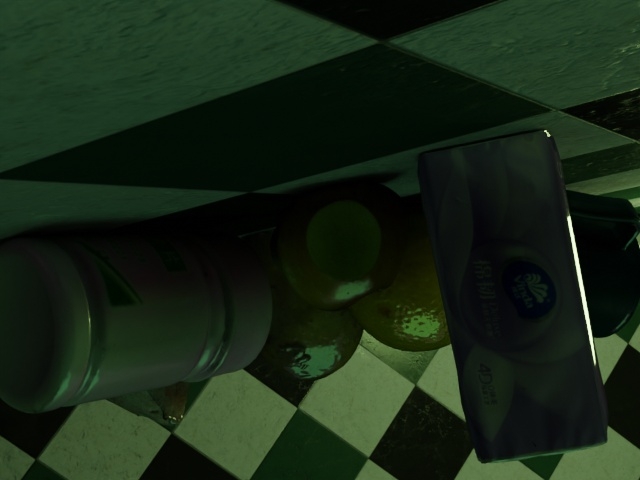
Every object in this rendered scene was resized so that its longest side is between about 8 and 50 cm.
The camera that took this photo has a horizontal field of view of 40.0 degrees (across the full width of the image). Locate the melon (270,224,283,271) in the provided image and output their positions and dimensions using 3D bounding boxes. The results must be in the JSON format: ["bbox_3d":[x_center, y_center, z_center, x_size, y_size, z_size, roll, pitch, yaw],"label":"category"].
[{"bbox_3d":[0.000,0.000,1.206,0.162,0.099,0.099,-17,172,40],"label":"melon"}]

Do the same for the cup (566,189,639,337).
[{"bbox_3d":[0.441,0.055,1.680,0.292,0.242,0.308,6,169,-21],"label":"cup"}]

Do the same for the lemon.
[{"bbox_3d":[0.140,0.054,1.373,0.228,0.228,0.253,-13,144,33],"label":"lemon"}]

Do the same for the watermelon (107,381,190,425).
[{"bbox_3d":[-0.336,0.147,1.432,0.250,0.292,0.283,14,-156,38],"label":"watermelon"}]

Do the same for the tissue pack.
[{"bbox_3d":[0.220,0.066,0.998,0.160,0.338,0.242,-12,176,11],"label":"tissue pack"}]

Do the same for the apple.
[{"bbox_3d":[0.030,0.009,1.067,0.163,0.147,0.146,-11,176,0],"label":"apple"}]

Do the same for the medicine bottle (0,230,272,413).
[{"bbox_3d":[-0.245,0.092,1.127,0.212,0.212,0.325,-14,173,41],"label":"medicine bottle"}]

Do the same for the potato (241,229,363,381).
[{"bbox_3d":[-0.026,0.110,1.513,0.229,0.266,0.229,-10,179,0],"label":"potato"}]
